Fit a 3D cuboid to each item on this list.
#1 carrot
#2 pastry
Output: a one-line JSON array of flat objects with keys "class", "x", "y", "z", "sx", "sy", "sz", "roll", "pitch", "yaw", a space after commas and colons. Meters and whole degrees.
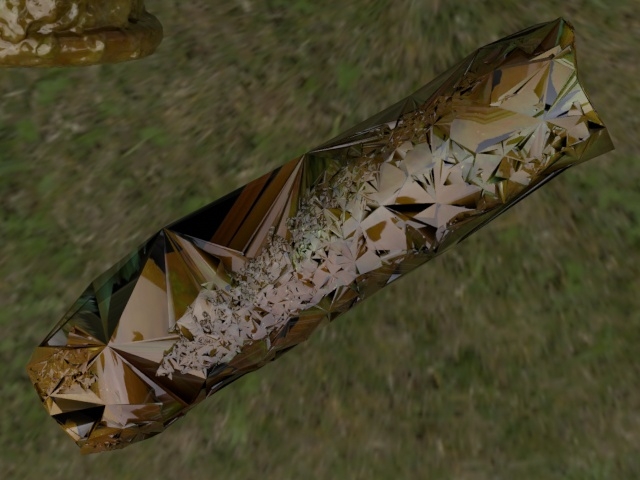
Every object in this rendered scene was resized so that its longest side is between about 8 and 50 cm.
[{"class": "carrot", "x": 0.000, "y": 0.000, "z": 0.636, "sx": 0.229, "sy": 0.069, "sz": 0.069, "roll": -32, "pitch": 96, "yaw": 9}, {"class": "pastry", "x": -0.109, "y": -0.092, "z": 0.656, "sx": 0.097, "sy": 0.109, "sz": 0.057, "roll": 7, "pitch": 102, "yaw": 38}]
